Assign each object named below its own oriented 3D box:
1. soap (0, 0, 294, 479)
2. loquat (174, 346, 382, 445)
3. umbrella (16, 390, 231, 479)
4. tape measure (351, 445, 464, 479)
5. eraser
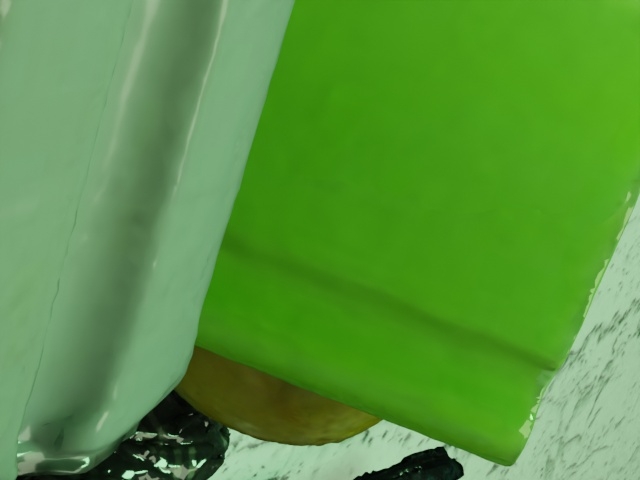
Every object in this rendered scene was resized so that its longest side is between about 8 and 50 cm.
[{"bbox_3d":[-0.150,-0.120,0.448,0.350,0.213,0.435,-28,140,-55],"label":"soap"},{"bbox_3d":[0.003,-0.004,0.877,0.213,0.213,0.213,-43,151,-32],"label":"loquat"},{"bbox_3d":[-0.137,0.135,0.881,0.336,0.128,0.154,-49,170,-35],"label":"umbrella"},{"bbox_3d":[-0.035,0.253,1.211,0.351,0.098,0.215,-8,123,-56],"label":"tape measure"},{"bbox_3d":[-0.010,-0.051,0.720,0.092,0.274,0.210,-105,-144,-76],"label":"eraser"}]
